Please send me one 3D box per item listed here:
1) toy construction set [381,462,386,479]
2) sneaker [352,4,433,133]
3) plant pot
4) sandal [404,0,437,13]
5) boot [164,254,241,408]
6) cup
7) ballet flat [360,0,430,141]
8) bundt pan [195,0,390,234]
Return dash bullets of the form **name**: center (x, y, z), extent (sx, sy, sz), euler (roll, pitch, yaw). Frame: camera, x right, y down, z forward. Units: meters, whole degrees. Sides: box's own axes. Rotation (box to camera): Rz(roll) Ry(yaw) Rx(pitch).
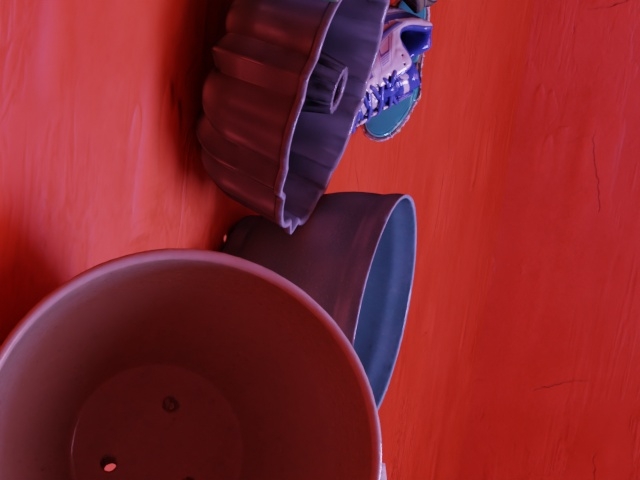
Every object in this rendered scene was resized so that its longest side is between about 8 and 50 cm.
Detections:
- **toy construction set**: center (-0.007, 0.270, 1.880), extent (0.215, 0.151, 0.327), euler (-59, 144, -49)
- **sneaker**: center (0.063, -0.218, 1.773), extent (0.112, 0.131, 0.296), euler (83, 26, -52)
- **plant pot**: center (-0.014, 0.070, 1.590), extent (0.293, 0.196, 0.293), euler (12, 90, -76)
- **sandal**: center (0.129, -0.393, 1.870), extent (0.086, 0.120, 0.303), euler (-47, -179, 16)
- **boot**: center (-0.127, 0.143, 1.485), extent (0.189, 0.076, 0.208), euler (-51, 145, -29)
- **cup**: center (-0.135, 0.187, 1.154), extent (0.237, 0.331, 0.331), euler (143, -37, -75)
- **ballet flat**: center (0.116, -0.259, 2.016), extent (0.077, 0.091, 0.241), euler (140, -31, -80)
- **bundt pan**: center (-0.034, -0.182, 1.423), extent (0.331, 0.124, 0.330), euler (20, 90, -80)
